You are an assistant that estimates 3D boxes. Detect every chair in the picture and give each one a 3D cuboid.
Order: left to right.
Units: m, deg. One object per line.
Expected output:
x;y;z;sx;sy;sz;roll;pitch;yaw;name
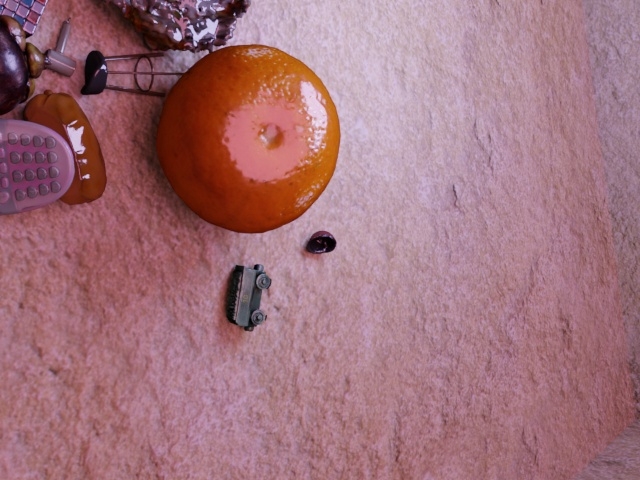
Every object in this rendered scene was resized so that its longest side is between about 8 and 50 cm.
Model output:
-0.423;-0.368;1.576;0.222;0.104;0.095;-14;75;-43;chair

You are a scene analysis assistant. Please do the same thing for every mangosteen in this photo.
-0.614;-0.332;1.357;0.217;0.192;0.192;-35;114;-47;mangosteen

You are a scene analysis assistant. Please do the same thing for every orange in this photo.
-0.163;-0.227;1.642;0.424;0.326;0.423;0;89;-21;orange

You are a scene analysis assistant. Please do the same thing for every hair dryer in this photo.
-0.537;-0.410;1.515;0.063;0.038;0.124;22;71;-40;hair dryer

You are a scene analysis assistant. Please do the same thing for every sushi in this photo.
-0.301;-0.618;1.553;0.418;0.176;0.417;-20;125;-30;sushi

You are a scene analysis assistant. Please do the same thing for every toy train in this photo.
-0.184;0.142;1.810;0.100;0.070;0.171;10;87;-32;toy train

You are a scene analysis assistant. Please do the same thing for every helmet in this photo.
-0.002;-0.001;1.962;0.084;0.049;0.065;-1;130;-15;helmet

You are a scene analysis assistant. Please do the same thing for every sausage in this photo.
-0.519;-0.190;1.480;0.136;0.120;0.241;-79;154;-70;sausage

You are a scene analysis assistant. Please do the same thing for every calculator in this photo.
-0.628;-0.139;1.383;0.299;0.041;0.185;-6;103;-12;calculator

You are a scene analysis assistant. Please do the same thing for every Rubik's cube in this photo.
-0.604;-0.455;1.415;0.092;0.092;0.092;27;76;-37;Rubik's cube
